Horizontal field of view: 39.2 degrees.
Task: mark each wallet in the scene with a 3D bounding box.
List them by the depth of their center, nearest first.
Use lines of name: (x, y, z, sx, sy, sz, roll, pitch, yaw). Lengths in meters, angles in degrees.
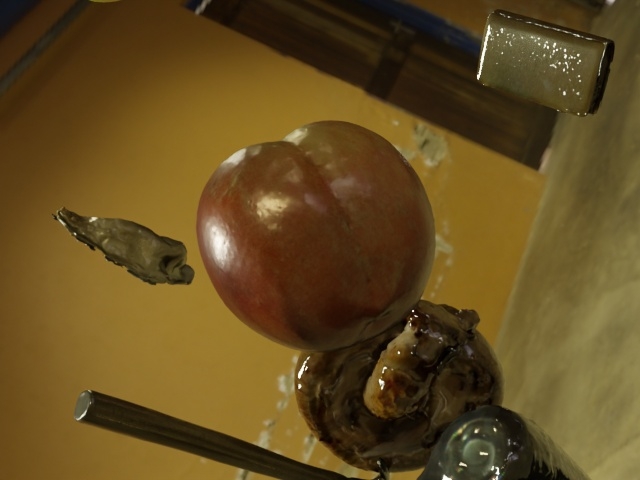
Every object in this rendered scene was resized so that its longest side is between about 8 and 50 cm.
wallet: (0.304, -0.244, 1.235, 0.031, 0.198, 0.110, -11, -61, -39)

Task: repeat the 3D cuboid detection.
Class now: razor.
razor: (0.195, 0.290, 0.863, 0.107, 0.327, 0.189, 23, 75, 49)

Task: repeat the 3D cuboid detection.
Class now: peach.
peach: (0.000, 0.000, 0.951, 0.252, 0.252, 0.252, 25, -90, -88)

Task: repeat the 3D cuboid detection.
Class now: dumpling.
dumpling: (-0.355, 0.014, 1.775, 0.166, 0.332, 0.086, 37, 99, 52)

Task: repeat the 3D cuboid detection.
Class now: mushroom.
mushroom: (0.112, 0.178, 1.198, 0.195, 0.263, 0.283, -54, 1, -42)

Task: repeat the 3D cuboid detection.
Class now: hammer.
hammer: (-0.100, 0.274, 1.133, 0.168, 0.440, 0.044, -37, 38, 43)
